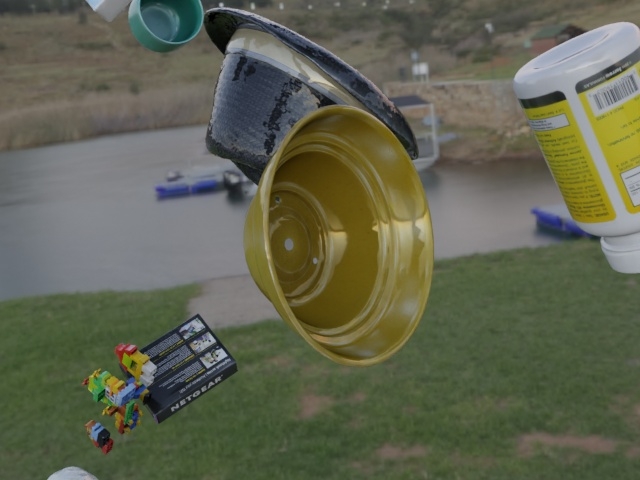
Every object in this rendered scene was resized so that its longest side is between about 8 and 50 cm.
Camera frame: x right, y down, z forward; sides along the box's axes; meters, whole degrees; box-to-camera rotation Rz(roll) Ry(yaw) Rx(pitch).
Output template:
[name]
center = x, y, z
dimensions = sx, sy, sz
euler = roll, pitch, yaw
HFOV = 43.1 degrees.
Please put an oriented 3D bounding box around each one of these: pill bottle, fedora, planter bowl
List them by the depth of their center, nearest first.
[planter bowl]
center = 0.000, 0.000, 0.694
dimensions = 0.090, 0.217, 0.217
euler = -9, 7, 41
[fedora]
center = -0.046, -0.137, 0.984
dimensions = 0.334, 0.152, 0.334
euler = 34, -4, 3
[pill bottle]
center = 0.428, -0.128, 1.178
dimensions = 0.188, 0.333, 0.188
euler = -26, 14, 7

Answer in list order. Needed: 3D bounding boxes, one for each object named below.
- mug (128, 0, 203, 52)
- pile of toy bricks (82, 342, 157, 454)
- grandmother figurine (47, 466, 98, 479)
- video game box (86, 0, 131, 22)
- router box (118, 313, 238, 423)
[mug]
center = -0.294, -0.436, 1.569
dimensions = 0.158, 0.129, 0.097
euler = -35, 13, -28
[pile of toy bricks]
center = -0.366, 0.266, 1.400
dimensions = 0.105, 0.212, 0.118
euler = 37, 45, 14
[grandmother figurine]
center = -0.337, 0.503, 1.183
dimensions = 0.208, 0.342, 0.104
euler = -15, -11, 7
[video game box]
center = -0.252, -0.405, 0.999
dimensions = 0.205, 0.187, 0.048
euler = -44, -17, 4
[router box]
center = -0.265, 0.237, 1.516
dimensions = 0.179, 0.046, 0.133
euler = -32, 61, -21
